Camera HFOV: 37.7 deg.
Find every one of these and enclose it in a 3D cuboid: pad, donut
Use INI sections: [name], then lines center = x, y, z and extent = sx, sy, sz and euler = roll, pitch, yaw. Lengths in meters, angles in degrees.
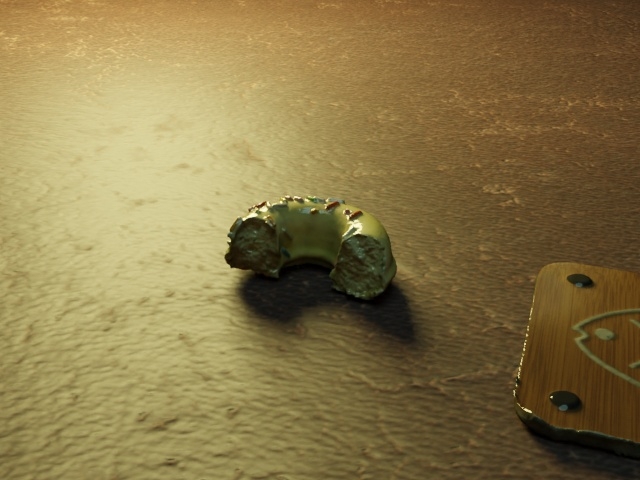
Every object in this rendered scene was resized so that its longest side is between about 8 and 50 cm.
[pad]
center = 0.316, 0.101, 0.790
extent = 0.283, 0.018, 0.286
euler = 9, 26, 14
[donut]
center = -0.001, -0.002, 0.912
extent = 0.165, 0.065, 0.108
euler = 10, 28, 15
